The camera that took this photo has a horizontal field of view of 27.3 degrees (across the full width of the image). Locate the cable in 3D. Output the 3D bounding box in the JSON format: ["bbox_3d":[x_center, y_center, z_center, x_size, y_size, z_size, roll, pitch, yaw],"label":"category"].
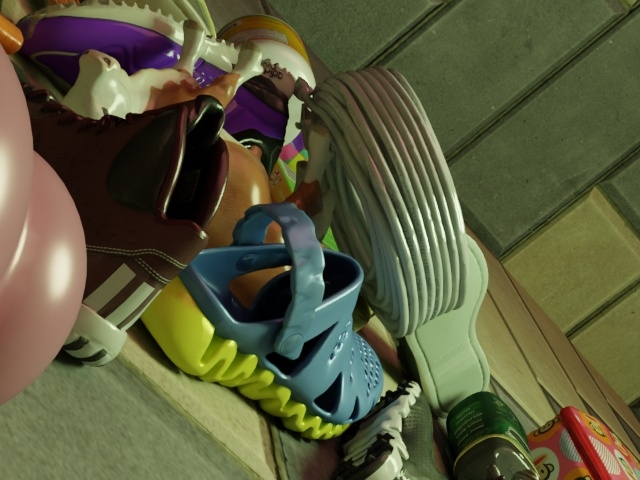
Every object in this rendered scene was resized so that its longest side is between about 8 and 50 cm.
[{"bbox_3d":[0.062,-0.039,1.264,0.257,0.089,0.257,-141,-146,-73],"label":"cable"}]

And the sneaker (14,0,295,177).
[{"bbox_3d":[-0.145,-0.118,1.206,0.293,0.102,0.146,15,76,-38],"label":"sneaker"}]

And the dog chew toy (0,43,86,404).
[{"bbox_3d":[-0.199,-0.034,0.462,0.206,0.206,0.332,58,5,35],"label":"dog chew toy"}]

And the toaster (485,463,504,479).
[{"bbox_3d":[0.119,0.257,0.922,0.168,0.110,0.186,21,50,-71],"label":"toaster"}]

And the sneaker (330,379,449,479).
[{"bbox_3d":[0.070,0.196,1.123,0.106,0.078,0.234,53,14,-4],"label":"sneaker"}]

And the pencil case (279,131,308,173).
[{"bbox_3d":[-0.024,-0.146,1.831,0.104,0.104,0.236,47,12,-19],"label":"pencil case"}]

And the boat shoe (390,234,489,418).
[{"bbox_3d":[0.124,0.083,1.487,0.091,0.114,0.302,49,-25,40],"label":"boat shoe"}]

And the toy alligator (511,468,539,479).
[{"bbox_3d":[0.126,0.246,1.059,0.056,0.190,0.051,36,51,12],"label":"toy alligator"}]

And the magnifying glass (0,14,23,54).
[{"bbox_3d":[-0.320,-0.218,1.028,0.231,0.026,0.092,41,14,-46],"label":"magnifying glass"}]

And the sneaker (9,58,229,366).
[{"bbox_3d":[-0.139,-0.061,0.866,0.106,0.162,0.281,38,17,-50],"label":"sneaker"}]

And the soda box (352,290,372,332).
[{"bbox_3d":[0.018,0.064,1.383,0.058,0.061,0.181,51,10,-2],"label":"soda box"}]

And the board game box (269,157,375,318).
[{"bbox_3d":[0.000,0.000,1.607,0.124,0.039,0.259,43,10,-33],"label":"board game box"}]

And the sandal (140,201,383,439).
[{"bbox_3d":[-0.016,0.064,1.043,0.126,0.138,0.317,54,9,29],"label":"sandal"}]

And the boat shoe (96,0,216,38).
[{"bbox_3d":[-0.212,-0.297,1.380,0.305,0.109,0.091,56,10,-1],"label":"boat shoe"}]

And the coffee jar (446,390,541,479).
[{"bbox_3d":[0.190,0.241,1.454,0.096,0.079,0.184,52,9,-9],"label":"coffee jar"}]

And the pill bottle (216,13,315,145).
[{"bbox_3d":[-0.077,-0.200,1.689,0.136,0.136,0.246,47,11,-20],"label":"pill bottle"}]

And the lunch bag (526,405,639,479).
[{"bbox_3d":[0.404,0.383,1.802,0.293,0.120,0.258,39,20,-43],"label":"lunch bag"}]

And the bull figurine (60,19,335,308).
[{"bbox_3d":[-0.100,-0.071,1.127,0.101,0.188,0.310,6,-36,45],"label":"bull figurine"}]

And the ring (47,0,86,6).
[{"bbox_3d":[-0.192,-0.175,1.412,0.336,0.032,0.336,48,10,-11],"label":"ring"}]
